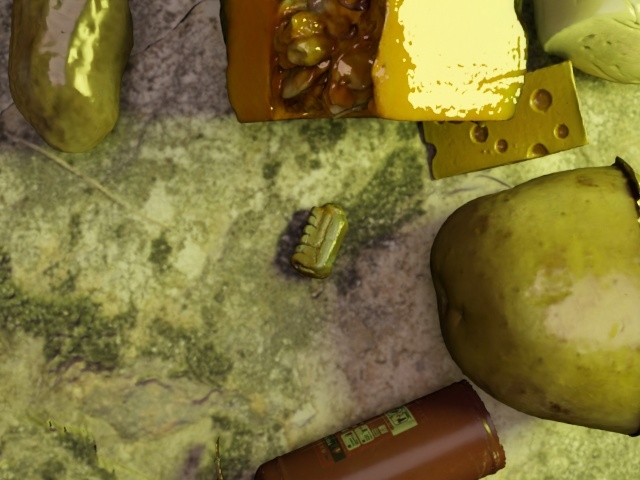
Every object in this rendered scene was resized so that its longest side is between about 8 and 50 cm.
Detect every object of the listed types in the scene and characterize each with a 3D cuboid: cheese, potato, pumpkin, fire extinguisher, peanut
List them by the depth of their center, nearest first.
[{"bbox_3d":[0.052,-0.229,0.879,0.303,0.256,0.226,9,107,36],"label":"pumpkin"},{"bbox_3d":[0.228,0.058,0.905,0.242,0.242,0.286,-2,89,-5],"label":"potato"},{"bbox_3d":[-0.265,-0.206,0.925,0.129,0.129,0.224,8,94,-4],"label":"peanut"},{"bbox_3d":[0.014,0.239,0.926,0.337,0.106,0.147,-20,62,-6],"label":"fire extinguisher"},{"bbox_3d":[0.202,-0.130,0.982,0.171,0.126,0.093,-12,92,13],"label":"cheese"}]

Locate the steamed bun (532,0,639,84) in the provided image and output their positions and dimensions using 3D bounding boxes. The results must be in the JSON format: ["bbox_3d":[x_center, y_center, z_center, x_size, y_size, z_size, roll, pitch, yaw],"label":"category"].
[{"bbox_3d":[0.345,-0.277,0.935,0.250,0.154,0.200,3,82,-30],"label":"steamed bun"}]

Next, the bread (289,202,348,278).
[{"bbox_3d":[0.000,0.000,0.973,0.049,0.034,0.088,17,80,11],"label":"bread"}]
